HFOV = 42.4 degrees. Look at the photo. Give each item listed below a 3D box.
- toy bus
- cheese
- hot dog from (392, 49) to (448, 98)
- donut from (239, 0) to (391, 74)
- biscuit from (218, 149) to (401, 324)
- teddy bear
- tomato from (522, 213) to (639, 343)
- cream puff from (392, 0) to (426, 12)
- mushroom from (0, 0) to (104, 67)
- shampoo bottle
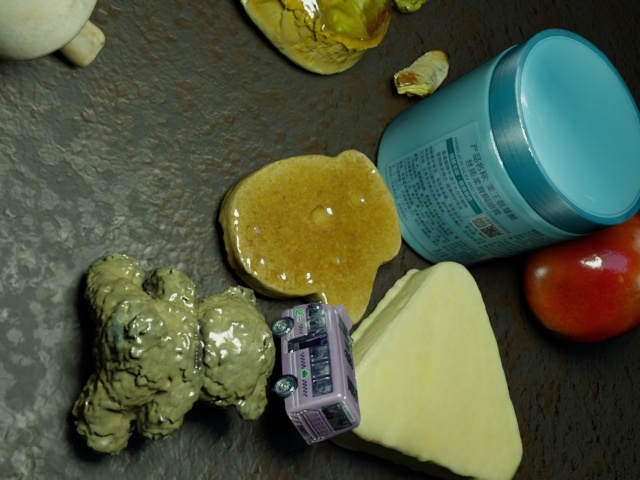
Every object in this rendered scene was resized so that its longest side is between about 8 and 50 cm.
[{"bbox_3d":[-0.004,0.181,1.183,0.199,0.108,0.096,-95,163,-49],"label":"toy bus"},{"bbox_3d":[0.183,0.202,1.364,0.384,0.104,0.384,12,68,-33],"label":"cheese"},{"bbox_3d":[0.190,-0.301,1.557,0.078,0.061,0.169,29,46,25],"label":"hot dog"},{"bbox_3d":[0.000,-0.460,1.407,0.330,0.160,0.330,12,67,-29],"label":"donut"},{"bbox_3d":[-0.001,0.001,1.322,0.344,0.057,0.287,-20,87,-39],"label":"biscuit"},{"bbox_3d":[-0.179,0.142,1.086,0.256,0.156,0.267,10,68,-36],"label":"teddy bear"},{"bbox_3d":[0.525,0.057,1.568,0.299,0.226,0.298,1,89,-52],"label":"tomato"},{"bbox_3d":[0.157,-0.500,1.558,0.121,0.156,0.156,-10,79,0],"label":"cream puff"},{"bbox_3d":[-0.368,-0.316,1.091,0.215,0.207,0.207,47,46,-56],"label":"mushroom"},{"bbox_3d":[0.320,-0.138,1.423,0.331,0.343,0.331,13,67,-33],"label":"shampoo bottle"}]
